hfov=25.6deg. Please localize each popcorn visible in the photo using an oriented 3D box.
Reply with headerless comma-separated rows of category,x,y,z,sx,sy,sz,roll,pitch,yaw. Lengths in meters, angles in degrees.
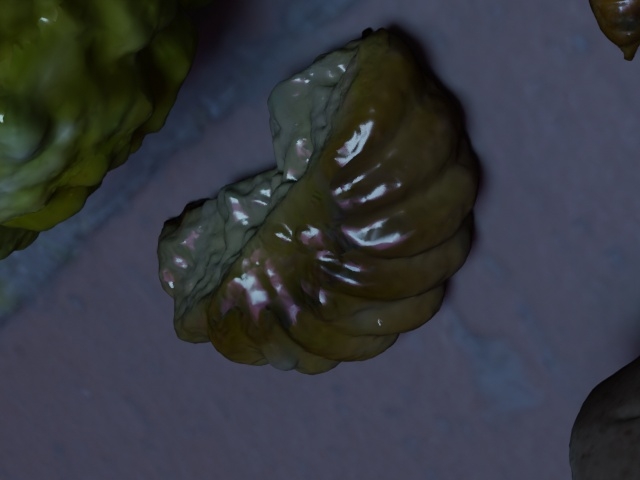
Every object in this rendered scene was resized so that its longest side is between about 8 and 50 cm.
popcorn,-0.161,-0.109,0.526,0.225,0.249,0.249,-17,109,46

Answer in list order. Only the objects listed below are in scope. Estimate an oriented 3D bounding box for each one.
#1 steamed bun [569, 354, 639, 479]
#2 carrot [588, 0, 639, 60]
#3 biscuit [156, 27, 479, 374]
steamed bun,0.235,0.139,0.481,0.251,0.199,0.301,-34,98,34
carrot,0.084,-0.176,0.473,0.059,0.059,0.248,-9,115,29
biscuit,0.000,0.000,0.603,0.118,0.061,0.183,41,125,-2
